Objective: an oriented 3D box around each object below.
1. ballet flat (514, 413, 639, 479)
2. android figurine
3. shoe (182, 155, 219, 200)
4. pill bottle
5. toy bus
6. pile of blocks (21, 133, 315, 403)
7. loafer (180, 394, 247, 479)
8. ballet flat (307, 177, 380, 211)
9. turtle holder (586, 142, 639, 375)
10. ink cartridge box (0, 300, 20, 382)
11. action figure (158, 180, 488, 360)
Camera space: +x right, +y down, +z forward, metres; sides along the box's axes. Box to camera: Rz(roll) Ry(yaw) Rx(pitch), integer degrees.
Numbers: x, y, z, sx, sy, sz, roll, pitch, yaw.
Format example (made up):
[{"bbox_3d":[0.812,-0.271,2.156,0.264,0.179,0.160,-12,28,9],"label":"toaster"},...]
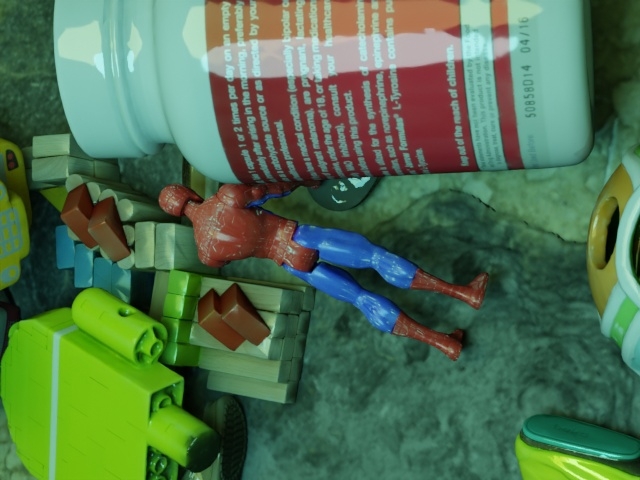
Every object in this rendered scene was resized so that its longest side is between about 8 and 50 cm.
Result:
[{"bbox_3d":[0.260,0.194,1.445,0.231,0.077,0.077,9,110,31],"label":"ballet flat"},{"bbox_3d":[-0.195,0.162,1.632,0.273,0.056,0.248,27,124,38],"label":"android figurine"},{"bbox_3d":[-0.086,-0.129,1.642,0.058,0.076,0.219,8,78,-7],"label":"shoe"},{"bbox_3d":[0.009,-0.161,1.459,0.408,0.229,0.229,-3,83,10],"label":"pill bottle"},{"bbox_3d":[-0.385,-0.048,1.719,0.333,0.130,0.108,17,122,39],"label":"toy bus"},{"bbox_3d":[-0.170,0.026,1.654,0.362,0.113,0.149,36,101,26],"label":"pile of blocks"},{"bbox_3d":[-0.100,0.210,1.631,0.050,0.056,0.148,4,88,23],"label":"loafer"},{"bbox_3d":[0.037,-0.149,1.602,0.084,0.058,0.249,9,95,10],"label":"ballet flat"},{"bbox_3d":[0.339,0.032,1.324,0.320,0.227,0.243,40,102,25],"label":"turtle holder"},{"bbox_3d":[-0.405,0.091,1.642,0.207,0.283,0.117,16,90,3],"label":"ink cartridge box"},{"bbox_3d":[0.000,0.000,1.564,0.280,0.139,0.091,21,113,-2],"label":"action figure"}]
